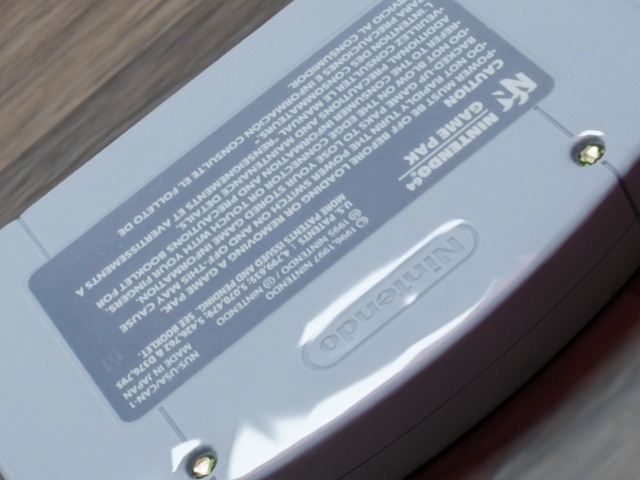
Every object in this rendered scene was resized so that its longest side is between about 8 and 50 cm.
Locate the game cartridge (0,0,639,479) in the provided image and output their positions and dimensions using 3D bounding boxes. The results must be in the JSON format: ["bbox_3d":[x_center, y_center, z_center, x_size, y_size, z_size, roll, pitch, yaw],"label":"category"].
[{"bbox_3d":[0.000,0.000,0.686,0.297,0.062,0.198,-38,50,-5],"label":"game cartridge"}]
